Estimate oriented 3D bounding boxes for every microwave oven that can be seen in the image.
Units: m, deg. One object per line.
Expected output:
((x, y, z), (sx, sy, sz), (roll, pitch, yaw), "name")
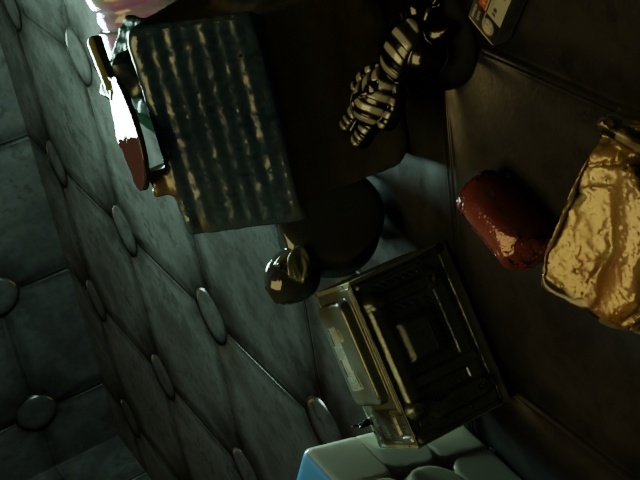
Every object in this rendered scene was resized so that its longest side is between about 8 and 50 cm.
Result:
((0.121, 0.149, 1.623), (0.145, 0.193, 0.241), (-22, 90, 64), "microwave oven")

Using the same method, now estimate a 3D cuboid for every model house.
((-0.133, -0.232, 1.607), (0.382, 0.342, 0.335), (29, 139, 55), "model house")

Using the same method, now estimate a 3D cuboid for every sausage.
((0.218, -0.025, 1.388), (0.141, 0.076, 0.076), (56, 155, 30), "sausage")

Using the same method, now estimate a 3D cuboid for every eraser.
((0.196, -0.268, 1.253), (0.052, 0.029, 0.122), (56, 156, 21), "eraser")

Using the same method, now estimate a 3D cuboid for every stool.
((-0.007, -0.006, 1.718), (0.153, 0.228, 0.139), (51, 162, 18), "stool")

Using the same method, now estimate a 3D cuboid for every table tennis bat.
((-0.264, -0.171, 1.534), (0.131, 0.022, 0.234), (107, 144, -59), "table tennis bat")

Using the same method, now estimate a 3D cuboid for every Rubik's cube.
((0.134, 0.464, 1.672), (0.291, 0.291, 0.291), (38, 124, 41), "Rubik's cube")

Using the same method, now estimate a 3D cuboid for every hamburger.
((0.320, -0.025, 1.140), (0.155, 0.135, 0.208), (27, 124, 33), "hamburger")

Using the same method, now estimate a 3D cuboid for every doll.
((0.095, -0.208, 1.440), (0.219, 0.067, 0.091), (-57, 51, 33), "doll")

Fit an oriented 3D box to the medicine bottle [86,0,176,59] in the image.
((-0.292, -0.449, 1.908), (0.212, 0.212, 0.326), (21, 131, 59), "medicine bottle")
